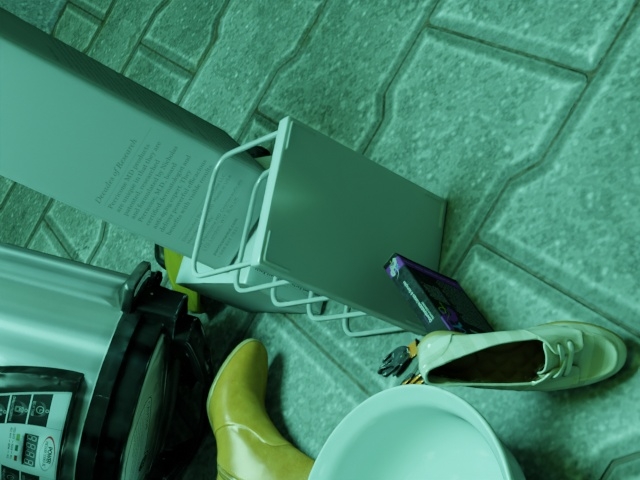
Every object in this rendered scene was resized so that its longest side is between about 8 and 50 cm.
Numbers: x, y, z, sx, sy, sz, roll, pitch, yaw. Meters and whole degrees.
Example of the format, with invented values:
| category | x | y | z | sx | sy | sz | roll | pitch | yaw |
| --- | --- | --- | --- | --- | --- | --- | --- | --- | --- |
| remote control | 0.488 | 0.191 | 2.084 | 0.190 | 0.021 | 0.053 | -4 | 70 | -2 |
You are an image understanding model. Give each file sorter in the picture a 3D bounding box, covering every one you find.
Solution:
| category | x | y | z | sx | sy | sz | roll | pitch | yaw |
| --- | --- | --- | --- | --- | --- | --- | --- | --- | --- |
| file sorter | 0.000 | 0.000 | 1.194 | 0.173 | 0.278 | 0.192 | -15 | 58 | 50 |

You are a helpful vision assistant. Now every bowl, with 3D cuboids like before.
| category | x | y | z | sx | sy | sz | roll | pitch | yaw |
| --- | --- | --- | --- | --- | --- | --- | --- | --- | --- |
| bowl | 0.120 | 0.313 | 0.975 | 0.298 | 0.134 | 0.297 | -28 | 49 | 37 |

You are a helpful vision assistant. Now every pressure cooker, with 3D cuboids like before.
| category | x | y | z | sx | sy | sz | roll | pitch | yaw |
| --- | --- | --- | --- | --- | --- | --- | --- | --- | --- |
| pressure cooker | -0.372 | 0.211 | 1.396 | 0.370 | 0.421 | 0.375 | 104 | -178 | -69 |

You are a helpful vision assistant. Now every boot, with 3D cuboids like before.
| category | x | y | z | sx | sy | sz | roll | pitch | yaw |
| --- | --- | --- | --- | --- | --- | --- | --- | --- | --- |
| boot | -0.070 | 0.287 | 1.267 | 0.211 | 0.104 | 0.295 | 3 | 67 | 40 |

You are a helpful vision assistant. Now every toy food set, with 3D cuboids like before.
| category | x | y | z | sx | sy | sz | roll | pitch | yaw |
| --- | --- | --- | --- | --- | --- | --- | --- | --- | --- |
| toy food set | -0.209 | 0.030 | 1.541 | 0.128 | 0.071 | 0.217 | 51 | 151 | 32 |

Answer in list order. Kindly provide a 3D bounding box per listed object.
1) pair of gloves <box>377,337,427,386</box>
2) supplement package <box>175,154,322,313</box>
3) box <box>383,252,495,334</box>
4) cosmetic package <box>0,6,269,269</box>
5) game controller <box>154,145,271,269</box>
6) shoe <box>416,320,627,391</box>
| category | x | y | z | sx | sy | sz | roll | pitch | yaw |
| --- | --- | --- | --- | --- | --- | --- | --- | --- | --- |
| pair of gloves | 0.106 | 0.173 | 1.178 | 0.074 | 0.010 | 0.083 | -42 | 41 | 27 |
| supplement package | -0.086 | -0.005 | 1.399 | 0.194 | 0.149 | 0.203 | -3 | 67 | 50 |
| box | 0.153 | 0.087 | 1.086 | 0.029 | 0.116 | 0.162 | -53 | 38 | 17 |
| cosmetic package | -0.306 | -0.144 | 1.242 | 0.161 | 0.453 | 0.230 | -57 | 34 | 8 |
| game controller | -0.200 | -0.054 | 1.654 | 0.319 | 0.067 | 0.166 | -22 | 67 | 42 |
| shoe | 0.210 | 0.129 | 0.955 | 0.219 | 0.058 | 0.076 | -3 | 104 | 10 |
